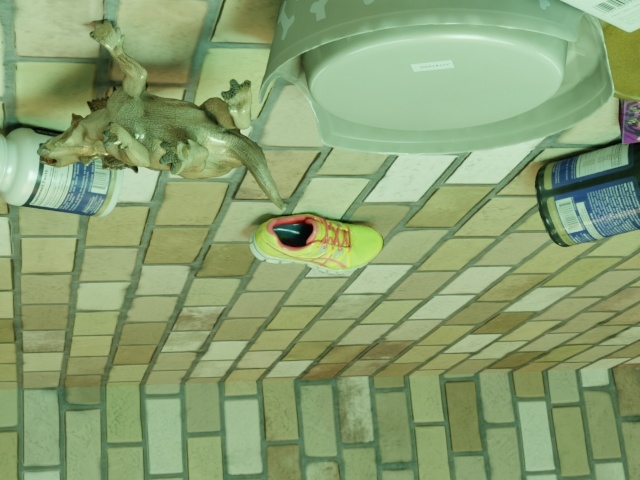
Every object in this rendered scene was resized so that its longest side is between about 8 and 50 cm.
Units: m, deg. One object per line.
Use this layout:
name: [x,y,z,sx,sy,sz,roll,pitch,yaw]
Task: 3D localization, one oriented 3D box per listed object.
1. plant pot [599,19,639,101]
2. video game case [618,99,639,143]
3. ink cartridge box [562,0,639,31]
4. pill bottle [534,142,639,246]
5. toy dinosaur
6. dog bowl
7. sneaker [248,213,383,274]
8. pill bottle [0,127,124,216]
plant pot: [0.371,-0.210,1.223,0.236,0.032,0.236,0,150,0]
video game case: [0.463,-0.185,1.393,0.210,0.042,0.232,-7,163,11]
ink cartridge box: [0.257,-0.269,0.982,0.219,0.092,0.160,12,156,-42]
pill bottle: [0.416,-0.072,1.604,0.219,0.123,0.123,-15,160,31]
toy dinosaur: [-0.154,-0.109,1.237,0.296,0.127,0.200,20,167,8]
dog bowl: [0.112,-0.185,1.160,0.349,0.102,0.349,-1,165,0]
sneaker: [0.000,0.000,1.795,0.208,0.081,0.094,0,160,-14]
pill bottle: [-0.332,-0.084,1.413,0.169,0.094,0.094,9,158,-35]
